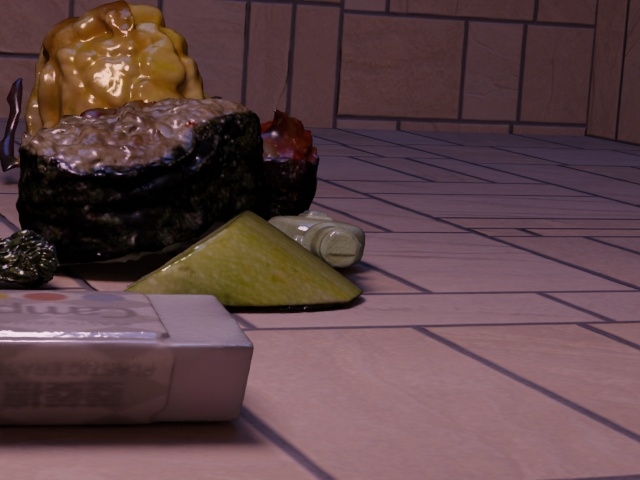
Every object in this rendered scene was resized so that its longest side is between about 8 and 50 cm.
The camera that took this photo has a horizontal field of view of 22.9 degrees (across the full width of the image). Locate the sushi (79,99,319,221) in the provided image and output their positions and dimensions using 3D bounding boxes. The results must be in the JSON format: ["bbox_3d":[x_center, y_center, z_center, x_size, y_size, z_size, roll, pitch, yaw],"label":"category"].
[{"bbox_3d":[-0.173,-0.095,2.124,0.343,0.182,0.196,7,2,4],"label":"sushi"}]

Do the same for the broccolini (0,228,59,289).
[{"bbox_3d":[-0.377,0.019,1.659,0.203,0.068,0.091,1,28,-14],"label":"broccolini"}]

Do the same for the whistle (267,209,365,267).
[{"bbox_3d":[0.000,0.000,1.876,0.126,0.067,0.258,4,3,-10],"label":"whistle"}]

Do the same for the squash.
[{"bbox_3d":[-0.082,0.054,1.709,0.204,0.155,0.237,-33,5,10],"label":"squash"}]

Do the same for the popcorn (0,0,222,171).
[{"bbox_3d":[-0.349,-0.213,2.556,0.382,0.349,0.349,-25,16,-12],"label":"popcorn"}]

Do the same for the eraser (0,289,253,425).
[{"bbox_3d":[-0.265,0.086,1.197,0.397,0.082,0.213,2,10,-14],"label":"eraser"}]

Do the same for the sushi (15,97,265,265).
[{"bbox_3d":[-0.209,-0.075,1.870,0.211,0.171,0.350,0,13,41],"label":"sushi"}]
